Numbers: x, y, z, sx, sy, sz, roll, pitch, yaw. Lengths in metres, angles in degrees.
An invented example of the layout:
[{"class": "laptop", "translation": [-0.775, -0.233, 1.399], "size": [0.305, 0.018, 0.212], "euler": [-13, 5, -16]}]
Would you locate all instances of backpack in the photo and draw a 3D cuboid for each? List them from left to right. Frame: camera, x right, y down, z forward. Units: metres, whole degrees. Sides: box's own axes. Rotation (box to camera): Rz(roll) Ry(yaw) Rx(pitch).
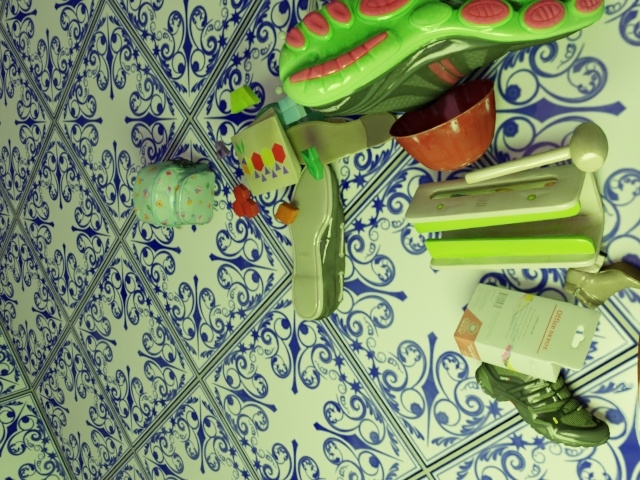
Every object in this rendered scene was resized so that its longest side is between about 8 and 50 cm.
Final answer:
[{"class": "backpack", "translation": [-0.353, -0.111, 1.375], "size": [0.144, 0.188, 0.165], "euler": [19, 109, 35]}]

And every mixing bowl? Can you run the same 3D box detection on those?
[{"class": "mixing bowl", "translation": [0.216, -0.178, 0.932], "size": [0.181, 0.181, 0.098], "euler": [-13, 117, 40]}]

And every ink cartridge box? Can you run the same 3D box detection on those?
[{"class": "ink cartridge box", "translation": [0.332, 0.150, 0.906], "size": [0.198, 0.115, 0.067], "euler": [12, 147, 38]}]

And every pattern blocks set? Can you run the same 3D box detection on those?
[{"class": "pattern blocks set", "translation": [-0.113, -0.170, 1.144], "size": [0.325, 0.026, 0.285], "euler": [3, 113, 49]}]

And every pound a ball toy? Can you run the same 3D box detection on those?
[{"class": "pound a ball toy", "translation": [0.292, -0.073, 0.870], "size": [0.319, 0.135, 0.208], "euler": [-5, 130, 40]}]

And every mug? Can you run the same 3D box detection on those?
[{"class": "mug", "translation": [-0.076, -0.235, 1.186], "size": [0.129, 0.097, 0.157], "euler": [49, 125, 22]}]

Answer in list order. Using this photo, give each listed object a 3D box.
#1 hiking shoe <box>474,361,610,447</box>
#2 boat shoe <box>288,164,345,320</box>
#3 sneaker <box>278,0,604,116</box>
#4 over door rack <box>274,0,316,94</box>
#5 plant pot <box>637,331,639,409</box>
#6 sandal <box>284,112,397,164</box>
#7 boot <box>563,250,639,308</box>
[{"class": "hiking shoe", "translation": [0.365, 0.241, 0.921], "size": [0.227, 0.086, 0.114], "euler": [29, 118, 33]}, {"class": "boat shoe", "translation": [0.000, 0.000, 1.185], "size": [0.112, 0.095, 0.335], "euler": [8, 98, 37]}, {"class": "sneaker", "translation": [0.176, -0.317, 0.877], "size": [0.483, 0.202, 0.185], "euler": [-13, 80, 12]}, {"class": "over door rack", "translation": [0.041, -0.380, 1.060], "size": [0.324, 0.108, 0.239], "euler": [18, 110, 35]}, {"class": "plant pot", "translation": [0.515, 0.164, 0.684], "size": [0.275, 0.243, 0.275], "euler": [8, 102, 39]}, {"class": "sandal", "translation": [0.043, -0.201, 1.115], "size": [0.240, 0.079, 0.088], "euler": [-8, 97, 22]}, {"class": "boot", "translation": [0.438, 0.070, 0.865], "size": [0.118, 0.042, 0.087], "euler": [37, 126, 30]}]
